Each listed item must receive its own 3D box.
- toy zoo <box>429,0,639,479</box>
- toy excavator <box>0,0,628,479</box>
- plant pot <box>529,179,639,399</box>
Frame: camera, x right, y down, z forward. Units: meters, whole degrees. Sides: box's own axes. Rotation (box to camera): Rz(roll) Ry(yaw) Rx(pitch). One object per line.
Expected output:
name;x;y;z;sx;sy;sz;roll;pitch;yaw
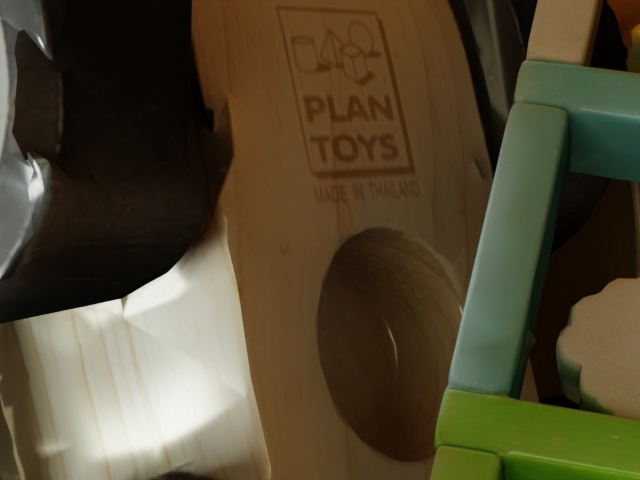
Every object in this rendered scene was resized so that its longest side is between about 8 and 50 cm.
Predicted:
toy zoo;0.137;-0.014;0.414;0.192;0.030;0.293;9;59;13
toy excavator;-0.147;-0.006;0.569;0.445;0.222;0.432;-16;83;39
plant pot;0.000;0.000;0.604;0.236;0.032;0.236;2;94;32
